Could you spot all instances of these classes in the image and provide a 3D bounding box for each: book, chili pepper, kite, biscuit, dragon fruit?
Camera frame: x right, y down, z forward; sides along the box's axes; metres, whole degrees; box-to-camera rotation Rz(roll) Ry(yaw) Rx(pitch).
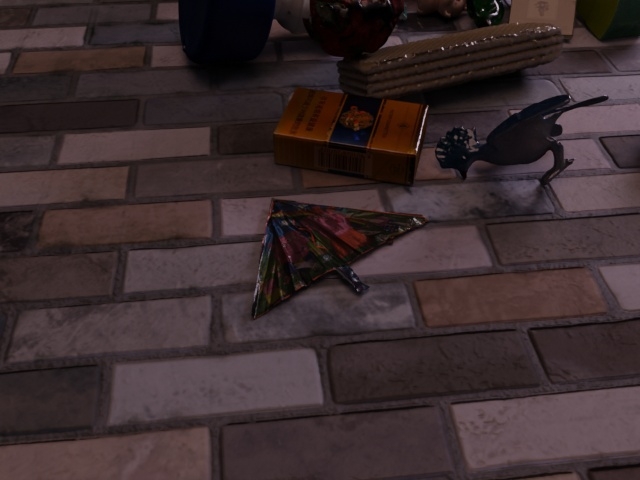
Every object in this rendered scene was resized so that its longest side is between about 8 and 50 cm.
[{"bbox_3d":[0.485,-0.534,1.452,0.139,0.016,0.198,9,82,11],"label":"book"},{"bbox_3d":[0.356,-0.502,1.446,0.098,0.061,0.224,46,29,-14],"label":"chili pepper"},{"bbox_3d":[0.000,0.000,0.989,0.321,0.016,0.234,-27,50,-27],"label":"kite"},{"bbox_3d":[0.247,-0.345,1.275,0.426,0.078,0.144,-15,25,-17],"label":"biscuit"},{"bbox_3d":[0.061,-0.416,1.198,0.182,0.182,0.188,11,70,10],"label":"dragon fruit"}]

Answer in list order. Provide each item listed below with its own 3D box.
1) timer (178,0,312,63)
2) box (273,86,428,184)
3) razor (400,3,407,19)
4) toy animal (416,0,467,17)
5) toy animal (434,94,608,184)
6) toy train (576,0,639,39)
[{"bbox_3d":[-0.071,-0.473,1.334,0.384,0.270,0.270,0,42,-23],"label":"timer"},{"bbox_3d":[0.054,-0.180,1.133,0.237,0.070,0.152,11,45,8],"label":"box"},{"bbox_3d":[0.094,-0.498,1.478,0.191,0.037,0.068,2,39,4],"label":"razor"},{"bbox_3d":[0.277,-0.533,1.487,0.114,0.091,0.082,-17,61,-19],"label":"toy animal"},{"bbox_3d":[0.321,-0.169,1.067,0.255,0.239,0.176,-44,84,11],"label":"toy animal"},{"bbox_3d":[0.742,-0.572,1.498,0.369,0.150,0.237,-10,54,-11],"label":"toy train"}]
